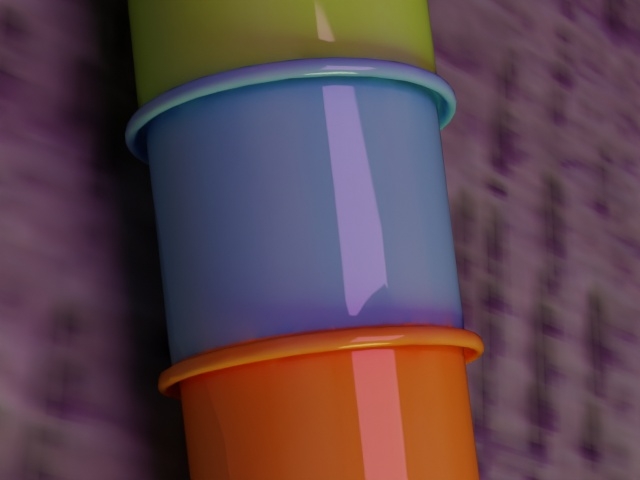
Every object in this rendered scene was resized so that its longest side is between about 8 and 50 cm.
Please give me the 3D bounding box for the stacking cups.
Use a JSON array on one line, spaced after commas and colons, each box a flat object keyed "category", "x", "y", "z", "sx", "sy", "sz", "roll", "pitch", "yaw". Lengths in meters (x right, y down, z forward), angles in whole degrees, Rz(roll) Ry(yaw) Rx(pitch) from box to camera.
[{"category": "stacking cups", "x": 0.000, "y": 0.000, "z": 0.359, "sx": 0.096, "sy": 0.096, "sz": 0.316, "roll": 2, "pitch": 76, "yaw": -44}]
